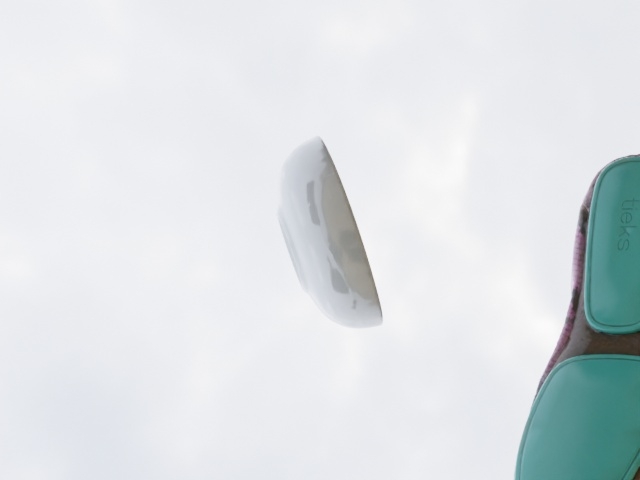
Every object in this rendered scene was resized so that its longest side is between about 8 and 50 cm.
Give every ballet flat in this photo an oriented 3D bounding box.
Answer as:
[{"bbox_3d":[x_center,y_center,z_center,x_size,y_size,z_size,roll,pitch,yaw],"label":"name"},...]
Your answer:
[{"bbox_3d":[0.151,0.064,0.802,0.079,0.077,0.222,52,-133,-51],"label":"ballet flat"}]

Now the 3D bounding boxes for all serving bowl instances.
[{"bbox_3d":[0.000,0.000,0.667,0.083,0.027,0.083,161,90,-86],"label":"serving bowl"}]
